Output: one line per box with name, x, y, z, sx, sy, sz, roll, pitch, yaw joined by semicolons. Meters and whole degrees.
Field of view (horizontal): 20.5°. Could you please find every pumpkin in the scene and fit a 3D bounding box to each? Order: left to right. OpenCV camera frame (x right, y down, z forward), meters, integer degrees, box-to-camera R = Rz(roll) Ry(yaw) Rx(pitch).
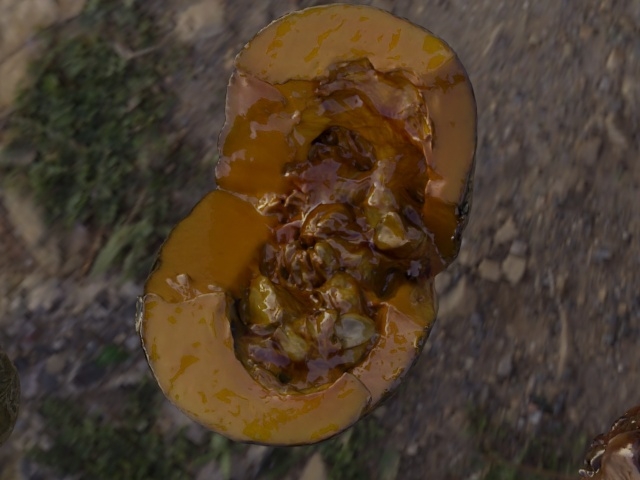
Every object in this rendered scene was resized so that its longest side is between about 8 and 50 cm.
pumpkin;0.000;0.000;0.755;0.119;0.107;0.183;24;84;7

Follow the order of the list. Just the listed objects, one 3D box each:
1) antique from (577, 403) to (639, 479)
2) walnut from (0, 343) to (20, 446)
antique;0.322;0.127;1.312;0.093;0.310;0.087;63;150;3
walnut;-0.195;0.080;0.894;0.092;0.092;0.092;4;109;11
